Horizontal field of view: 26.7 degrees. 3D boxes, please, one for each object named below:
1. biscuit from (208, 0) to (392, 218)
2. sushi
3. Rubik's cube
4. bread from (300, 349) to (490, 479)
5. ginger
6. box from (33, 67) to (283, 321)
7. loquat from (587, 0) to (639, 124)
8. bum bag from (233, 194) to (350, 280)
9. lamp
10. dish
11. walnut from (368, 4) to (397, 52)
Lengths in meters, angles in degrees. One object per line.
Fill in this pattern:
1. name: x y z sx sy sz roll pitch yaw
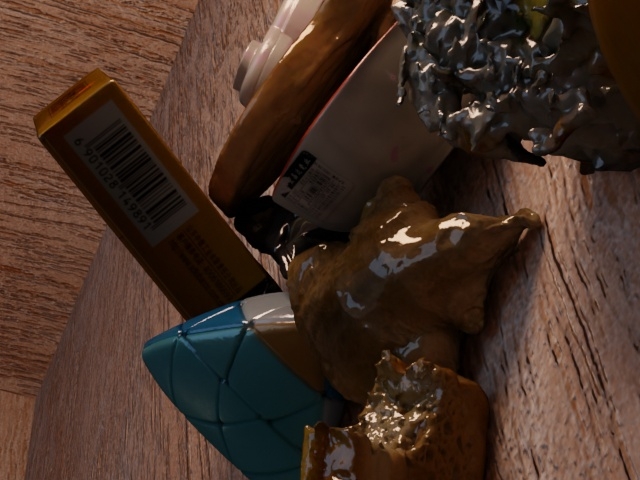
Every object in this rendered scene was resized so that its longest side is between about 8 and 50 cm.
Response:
1. biscuit: -0.015 -0.182 1.662 0.365 0.062 0.385 -55 -2 -2
2. sushi: 0.213 -0.238 1.014 0.417 0.175 0.418 -45 35 45
3. Rubik's cube: -0.036 0.160 1.411 0.254 0.254 0.254 -162 90 -73
4. bread: 0.031 0.266 1.051 0.109 0.185 0.381 -8 62 44
5. ginger: 0.084 0.049 1.219 0.270 0.123 0.219 -36 62 49
6. box: -0.176 -0.010 1.643 0.115 0.415 0.264 -39 16 -5
7. loquat: 0.251 -0.133 0.617 0.263 0.263 0.263 -162 90 -73
8. bum bag: 0.000 0.000 1.521 0.340 0.144 0.095 -148 55 -73
9. lamp: -0.029 -0.270 1.884 0.246 0.108 0.179 -57 -9 -35
10. dish: 0.072 -0.107 1.342 0.256 0.117 0.256 -52 -3 -4
11. walnut: 0.095 -0.230 1.551 0.079 0.082 0.096 14 85 45
